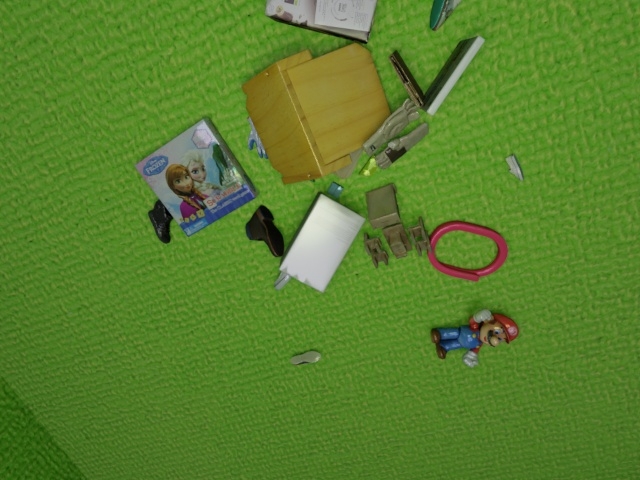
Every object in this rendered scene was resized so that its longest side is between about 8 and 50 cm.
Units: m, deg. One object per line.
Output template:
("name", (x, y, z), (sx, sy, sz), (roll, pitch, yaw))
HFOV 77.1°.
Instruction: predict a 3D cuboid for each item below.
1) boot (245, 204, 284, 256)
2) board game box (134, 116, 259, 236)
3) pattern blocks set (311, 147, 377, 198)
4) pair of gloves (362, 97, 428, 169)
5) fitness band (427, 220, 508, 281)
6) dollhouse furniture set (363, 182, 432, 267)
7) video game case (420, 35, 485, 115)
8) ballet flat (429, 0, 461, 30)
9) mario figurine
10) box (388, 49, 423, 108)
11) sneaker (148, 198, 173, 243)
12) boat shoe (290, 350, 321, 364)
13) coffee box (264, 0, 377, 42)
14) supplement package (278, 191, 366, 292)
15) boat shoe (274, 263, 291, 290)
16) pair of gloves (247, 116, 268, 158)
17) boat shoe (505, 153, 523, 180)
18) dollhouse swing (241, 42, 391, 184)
("boot", (-0.205, -0.012, 1.465), (0.106, 0.219, 0.082), (-39, 148, 28))
("board game box", (-0.440, -0.219, 1.444), (0.319, 0.066, 0.318), (-28, 108, 15))
("pattern blocks set", (0.071, -0.319, 1.378), (0.285, 0.026, 0.325), (38, 111, -9))
("pair of gloves", (0.238, -0.326, 1.271), (0.204, 0.240, 0.042), (-41, 66, 14))
("fitness band", (0.538, 0.038, 1.482), (0.291, 0.054, 0.209), (14, 111, -2))
("dollhouse furniture set", (0.256, -0.053, 1.435), (0.212, 0.161, 0.242), (-17, 131, 18))
("video game case", (0.374, -0.483, 1.185), (0.026, 0.206, 0.227), (30, 112, -8))
("ballet flat", (0.372, -0.728, 1.161), (0.079, 0.077, 0.221), (-4, 114, -14))
("mario figurine", (0.596, 0.379, 1.551), (0.320, 0.170, 0.198), (-20, 145, 21))
("box", (0.258, -0.486, 1.198), (0.021, 0.201, 0.164), (-30, 107, 27))
("sneaker", (-0.592, -0.074, 1.527), (0.089, 0.051, 0.170), (-17, 107, 16))
("boat shoe", (-0.061, 0.511, 1.738), (0.137, 0.049, 0.043), (-15, 153, 8))
("coffee box", (0.008, -0.666, 1.160), (0.297, 0.168, 0.119), (14, 114, -1))
("supplement package", (0.000, 0.000, 1.405), (0.177, 0.175, 0.293), (29, 96, -8))
("boat shoe", (-0.118, 0.088, 1.549), (0.076, 0.083, 0.226), (39, 98, -4))
("pair of gloves", (-0.164, -0.370, 1.380), (0.198, 0.023, 0.159), (-15, 111, 10))
("boat shoe", (0.656, -0.243, 1.362), (0.035, 0.035, 0.100), (-17, 117, 41))
("dollhouse swing", (-0.005, -0.413, 1.301), (0.315, 0.305, 0.347), (0, 120, 53))
